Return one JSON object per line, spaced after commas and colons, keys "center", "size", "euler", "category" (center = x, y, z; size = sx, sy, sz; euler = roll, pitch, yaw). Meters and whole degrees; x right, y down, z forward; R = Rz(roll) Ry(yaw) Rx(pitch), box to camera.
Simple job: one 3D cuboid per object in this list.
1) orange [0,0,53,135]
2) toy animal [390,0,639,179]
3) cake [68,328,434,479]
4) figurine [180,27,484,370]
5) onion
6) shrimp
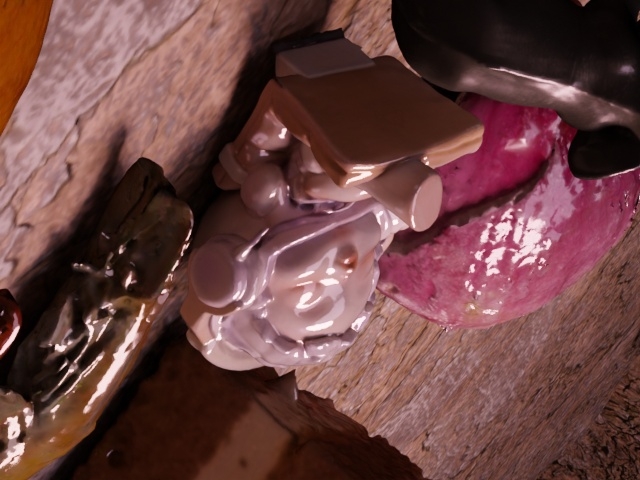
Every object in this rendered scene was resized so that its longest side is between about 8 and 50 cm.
{"center": [-0.177, -0.061, 0.402], "size": [0.240, 0.171, 0.240], "euler": [-41, 160, -19], "category": "orange"}
{"center": [0.146, -0.111, 1.061], "size": [0.146, 0.245, 0.114], "euler": [-99, -162, -61], "category": "toy animal"}
{"center": [-0.037, 0.243, 1.249], "size": [0.282, 0.290, 0.256], "euler": [-55, 165, 4], "category": "cake"}
{"center": [-0.002, -0.002, 1.053], "size": [0.162, 0.141, 0.236], "euler": [-17, 147, -41], "category": "figurine"}
{"center": [0.169, -0.064, 1.335], "size": [0.267, 0.159, 0.348], "euler": [-43, 165, -25], "category": "onion"}
{"center": [-0.162, 0.065, 0.942], "size": [0.173, 0.058, 0.253], "euler": [-13, 141, -52], "category": "shrimp"}
